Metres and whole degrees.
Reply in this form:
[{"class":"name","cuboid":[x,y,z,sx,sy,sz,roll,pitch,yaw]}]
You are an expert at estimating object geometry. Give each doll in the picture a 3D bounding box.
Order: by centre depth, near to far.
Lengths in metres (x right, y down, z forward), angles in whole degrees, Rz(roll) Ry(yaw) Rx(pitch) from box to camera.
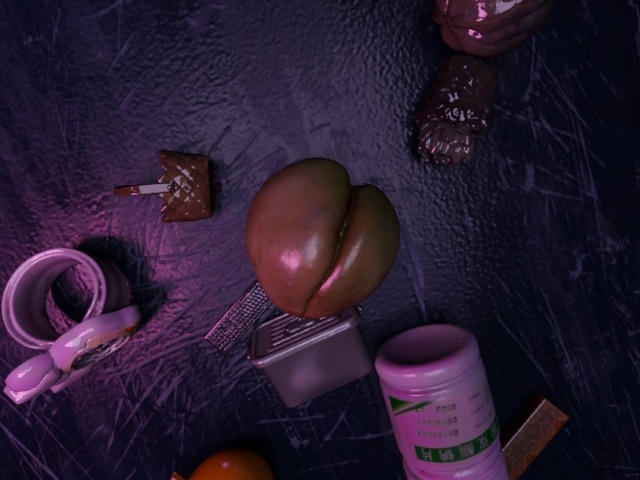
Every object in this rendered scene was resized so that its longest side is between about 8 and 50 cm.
[{"class":"doll","cuboid":[-0.220,0.534,0.884,0.235,0.213,0.214,15,97,8]}]

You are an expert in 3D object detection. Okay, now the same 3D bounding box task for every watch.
[{"class":"watch","cuboid":[-0.495,0.144,0.836,0.248,0.211,0.218,-36,80,-6]}]

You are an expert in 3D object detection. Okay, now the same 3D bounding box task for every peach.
[{"class":"peach","cuboid":[0.001,0.000,0.800,0.291,0.247,0.293,-7,108,-21]}]

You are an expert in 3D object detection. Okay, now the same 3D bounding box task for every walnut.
[{"class":"walnut","cuboid":[0.321,-0.451,0.782,0.223,0.224,0.225,0,98,-3]}]

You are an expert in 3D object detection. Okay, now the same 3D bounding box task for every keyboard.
[{"class":"keyboard","cuboid":[-0.164,0.158,0.925,0.063,0.010,0.198,42,94,-5]}]

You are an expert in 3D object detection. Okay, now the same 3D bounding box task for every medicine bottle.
[{"class":"medicine bottle","cuboid":[0.247,0.358,0.873,0.211,0.212,0.326,-16,98,-1]}]

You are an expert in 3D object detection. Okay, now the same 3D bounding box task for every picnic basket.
[{"class":"picnic basket","cuboid":[-0.299,-0.103,0.822,0.178,0.128,0.138,-3,96,-12]}]

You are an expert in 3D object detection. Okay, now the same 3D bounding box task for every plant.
[{"class":"plant","cuboid":[0.260,-0.247,0.835,0.129,0.132,0.195,19,92,-3]}]

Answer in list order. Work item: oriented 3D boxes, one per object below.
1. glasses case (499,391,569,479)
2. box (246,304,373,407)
[{"class":"glasses case","cuboid":[0.459,0.455,0.979,0.075,0.049,0.218,37,94,0]},{"class":"box","cuboid":[-0.012,0.218,0.874,0.243,0.163,0.135,-25,107,-1]}]
